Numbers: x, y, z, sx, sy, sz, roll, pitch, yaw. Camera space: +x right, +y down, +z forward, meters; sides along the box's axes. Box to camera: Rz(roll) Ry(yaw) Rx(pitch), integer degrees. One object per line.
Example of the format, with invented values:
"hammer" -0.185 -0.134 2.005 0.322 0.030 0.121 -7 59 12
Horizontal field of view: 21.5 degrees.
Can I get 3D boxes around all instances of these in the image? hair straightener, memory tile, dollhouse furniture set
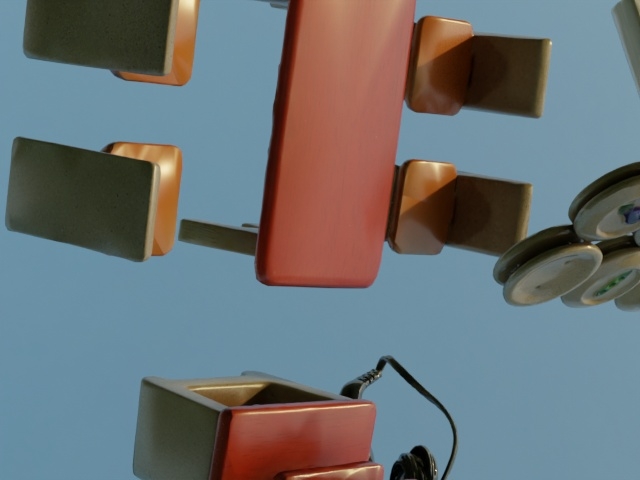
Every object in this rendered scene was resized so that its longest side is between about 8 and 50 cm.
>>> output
"hair straightener" 0.041 0.177 0.933 0.089 0.047 0.230 2 -104 6
"memory tile" 0.138 -0.018 0.574 0.148 0.113 0.012 -39 -121 31
"dollhouse furniture set" 0.000 0.000 0.783 0.135 0.262 0.259 12 -82 43

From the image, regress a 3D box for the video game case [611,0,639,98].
"video game case" 0.254 -0.046 0.951 0.022 0.173 0.190 -32 -113 47
